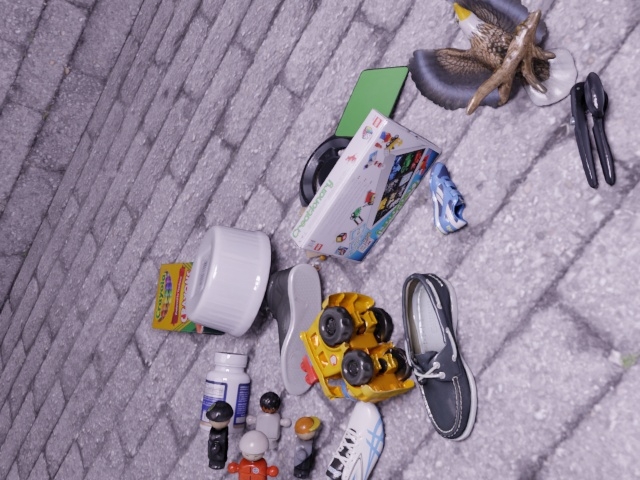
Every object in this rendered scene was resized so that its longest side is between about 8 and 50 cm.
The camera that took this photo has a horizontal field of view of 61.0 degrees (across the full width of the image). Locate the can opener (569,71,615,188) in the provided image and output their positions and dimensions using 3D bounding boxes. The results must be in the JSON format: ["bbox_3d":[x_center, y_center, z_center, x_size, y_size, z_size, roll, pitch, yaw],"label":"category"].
[{"bbox_3d":[0.441,-0.176,0.886,0.059,0.073,0.186,-6,84,35],"label":"can opener"}]

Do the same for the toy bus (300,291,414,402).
[{"bbox_3d":[0.051,0.247,1.094,0.211,0.149,0.220,-49,52,30],"label":"toy bus"}]

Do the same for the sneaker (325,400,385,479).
[{"bbox_3d":[0.061,0.430,1.075,0.085,0.086,0.237,14,88,47],"label":"sneaker"}]

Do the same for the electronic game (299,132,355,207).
[{"bbox_3d":[0.035,-0.156,1.286,0.229,0.048,0.229,-22,56,36],"label":"electronic game"}]

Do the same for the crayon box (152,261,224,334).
[{"bbox_3d":[-0.397,0.169,1.602,0.318,0.081,0.202,-6,75,44],"label":"crayon box"}]

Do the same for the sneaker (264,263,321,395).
[{"bbox_3d":[-0.067,0.200,1.266,0.147,0.104,0.295,-3,86,61],"label":"sneaker"}]

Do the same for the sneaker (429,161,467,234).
[{"bbox_3d":[0.250,-0.085,1.054,0.059,0.053,0.144,-16,76,42],"label":"sneaker"}]

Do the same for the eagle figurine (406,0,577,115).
[{"bbox_3d":[0.306,-0.359,1.010,0.226,0.225,0.298,-17,23,-1],"label":"eagle figurine"}]

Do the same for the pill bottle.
[{"bbox_3d":[-0.235,0.378,1.362,0.112,0.112,0.186,-3,76,44],"label":"pill bottle"}]

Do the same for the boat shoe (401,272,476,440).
[{"bbox_3d":[0.202,0.207,0.989,0.114,0.091,0.302,-27,61,37],"label":"boat shoe"}]

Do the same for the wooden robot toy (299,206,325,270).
[{"bbox_3d":[0.000,0.000,1.271,0.076,0.079,0.173,-104,5,-73],"label":"wooden robot toy"}]

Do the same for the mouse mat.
[{"bbox_3d":[0.117,-0.319,1.256,0.153,0.007,0.189,14,76,46],"label":"mouse mat"}]

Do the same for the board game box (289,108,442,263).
[{"bbox_3d":[0.094,-0.097,1.109,0.305,0.193,0.053,-55,48,18],"label":"board game box"}]

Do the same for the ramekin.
[{"bbox_3d":[-0.239,0.094,1.365,0.277,0.135,0.277,-48,33,46],"label":"ramekin"}]

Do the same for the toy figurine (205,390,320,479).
[{"bbox_3d":[-0.127,0.425,1.170,0.213,0.209,0.148,17,108,49],"label":"toy figurine"}]
